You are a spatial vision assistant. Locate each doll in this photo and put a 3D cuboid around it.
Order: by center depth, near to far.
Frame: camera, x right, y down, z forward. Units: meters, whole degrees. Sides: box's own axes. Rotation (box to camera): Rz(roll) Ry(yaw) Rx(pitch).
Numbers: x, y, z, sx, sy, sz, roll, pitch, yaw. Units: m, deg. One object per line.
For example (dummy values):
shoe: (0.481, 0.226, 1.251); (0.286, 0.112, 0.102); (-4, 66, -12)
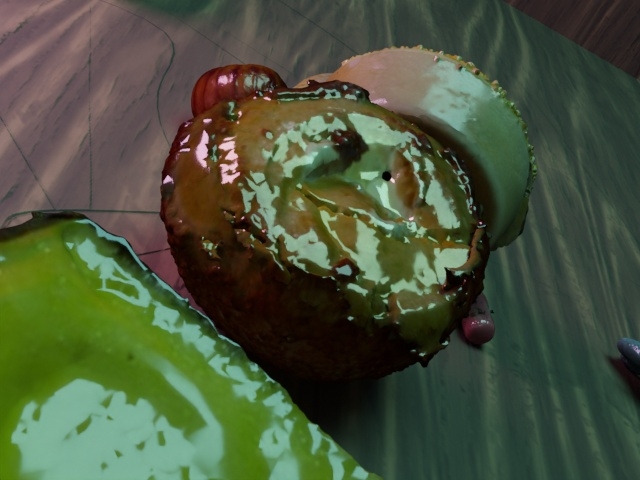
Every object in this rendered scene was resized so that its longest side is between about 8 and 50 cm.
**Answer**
doll: (0.452, 0.196, 1.435); (0.180, 0.075, 0.120); (31, -14, 47)

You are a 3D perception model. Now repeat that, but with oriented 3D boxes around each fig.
fig: (-0.091, -0.160, 1.388); (0.150, 0.128, 0.128); (56, 29, 3)

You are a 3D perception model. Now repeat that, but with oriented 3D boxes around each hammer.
hammer: (0.193, 0.094, 1.347); (0.043, 0.043, 0.083); (24, 26, -16)

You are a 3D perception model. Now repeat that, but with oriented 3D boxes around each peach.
peach: (-0.175, 0.157, 0.614); (0.380, 0.242, 0.306); (42, 46, -12)

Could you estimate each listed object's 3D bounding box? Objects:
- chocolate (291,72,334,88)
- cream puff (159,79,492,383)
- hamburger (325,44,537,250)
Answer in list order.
chocolate: (0.054, -0.169, 1.546); (0.309, 0.134, 0.134); (-4, 44, -52)
cream puff: (0.002, -0.003, 1.090); (0.350, 0.228, 0.350); (11, 53, -15)
hamburger: (0.112, -0.094, 1.313); (0.302, 0.302, 0.170); (33, 44, 0)
